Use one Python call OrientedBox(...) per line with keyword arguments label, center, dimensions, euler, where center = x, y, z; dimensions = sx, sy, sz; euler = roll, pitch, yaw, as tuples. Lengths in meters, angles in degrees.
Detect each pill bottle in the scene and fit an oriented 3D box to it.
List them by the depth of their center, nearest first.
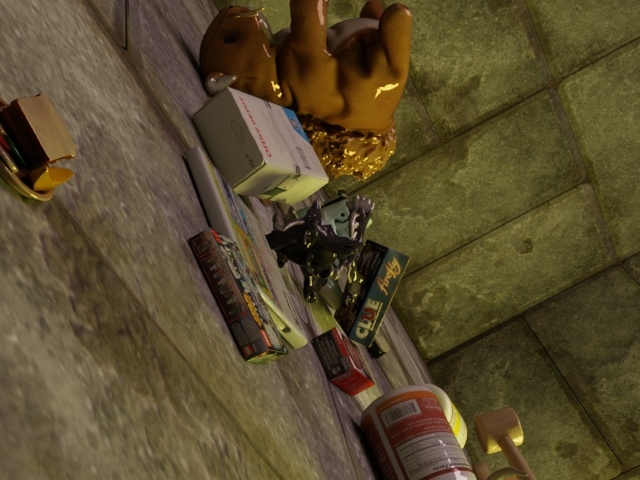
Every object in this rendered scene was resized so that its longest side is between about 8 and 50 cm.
OrientedBox(label="pill bottle", center=(0.146, 0.322, 1.215), dimensions=(0.121, 0.121, 0.216), euler=(55, 9, -52))
OrientedBox(label="pill bottle", center=(0.236, 0.385, 1.809), dimensions=(0.117, 0.117, 0.215), euler=(65, 6, 36))

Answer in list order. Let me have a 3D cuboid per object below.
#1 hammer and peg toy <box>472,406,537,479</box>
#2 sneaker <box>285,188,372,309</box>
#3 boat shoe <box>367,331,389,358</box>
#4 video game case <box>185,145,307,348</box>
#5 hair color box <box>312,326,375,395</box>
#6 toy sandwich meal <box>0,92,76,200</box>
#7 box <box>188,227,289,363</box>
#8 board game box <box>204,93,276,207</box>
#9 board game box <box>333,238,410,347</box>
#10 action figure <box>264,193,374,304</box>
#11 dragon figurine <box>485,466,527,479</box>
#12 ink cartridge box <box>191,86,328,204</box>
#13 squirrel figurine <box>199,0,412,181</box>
OrientedBox(label="hammer and peg toy", center=(0.267, 0.449, 1.269), dimensions=(0.266, 0.127, 0.361), euler=(-101, 178, -74))
OrientedBox(label="sneaker", center=(0.033, 0.006, 1.630), dimensions=(0.094, 0.151, 0.256), euler=(59, 6, -45))
OrientedBox(label="boat shoe", center=(0.109, 0.205, 1.967), dimensions=(0.049, 0.042, 0.133), euler=(13, 43, -49))
OrientedBox(label="video game case", center=(-0.091, 0.011, 1.077), dimensions=(0.212, 0.023, 0.193), euler=(66, 6, 34))
OrientedBox(label="hair color box", center=(0.036, 0.184, 1.307), dimensions=(0.072, 0.043, 0.141), euler=(65, 6, 23))
OrientedBox(label="toy sandwich meal", center=(-0.179, -0.062, 0.532), dimensions=(0.085, 0.029, 0.085), euler=(61, 5, -9))
OrientedBox(label="box", center=(-0.081, 0.058, 0.884), dimensions=(0.137, 0.027, 0.094), euler=(63, 6, 13))
OrientedBox(label="board game box", center=(-0.126, -0.156, 1.500), dimensions=(0.141, 0.048, 0.170), euler=(63, 5, 29))
OrientedBox(label="board game box", center=(0.085, 0.086, 1.535), dimensions=(0.042, 0.165, 0.243), euler=(24, 1, -6))
OrientedBox(label="action figure", center=(0.000, 0.000, 1.326), dimensions=(0.275, 0.164, 0.141), euler=(68, 24, -64))
OrientedBox(label="dragon figurine", center=(0.206, 0.381, 1.056), dimensions=(0.144, 0.289, 0.085), euler=(19, 19, -18))
OrientedBox(label="ink cartridge box", center=(-0.087, -0.139, 1.317), dimensions=(0.191, 0.082, 0.139), euler=(6, 54, -60))
OrientedBox(label="squirrel figurine", center=(-0.043, -0.285, 1.669), dimensions=(0.281, 0.370, 0.397), euler=(-110, -161, -64))
